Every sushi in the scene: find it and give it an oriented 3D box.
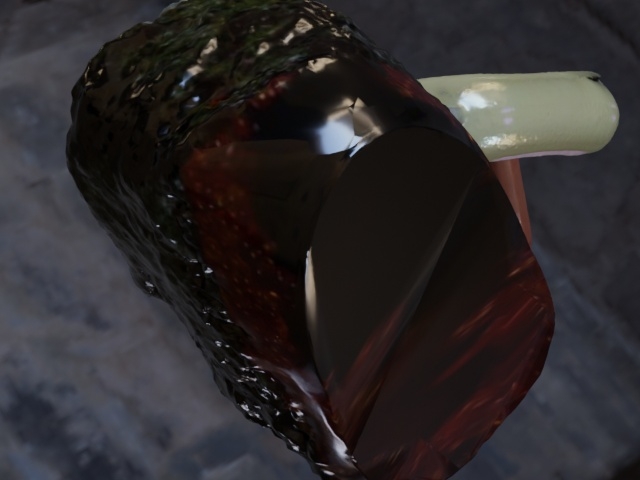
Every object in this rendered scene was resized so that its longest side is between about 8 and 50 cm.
[{"bbox_3d":[0.000,0.000,0.695,0.126,0.136,0.225,32,164,36],"label":"sushi"}]

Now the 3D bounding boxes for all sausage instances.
[{"bbox_3d":[0.162,-0.050,1.567,0.030,0.035,0.147,-1,118,27],"label":"sausage"}]

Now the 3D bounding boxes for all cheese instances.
[{"bbox_3d":[0.067,-0.063,0.945,0.127,0.235,0.049,-3,94,26],"label":"cheese"}]
